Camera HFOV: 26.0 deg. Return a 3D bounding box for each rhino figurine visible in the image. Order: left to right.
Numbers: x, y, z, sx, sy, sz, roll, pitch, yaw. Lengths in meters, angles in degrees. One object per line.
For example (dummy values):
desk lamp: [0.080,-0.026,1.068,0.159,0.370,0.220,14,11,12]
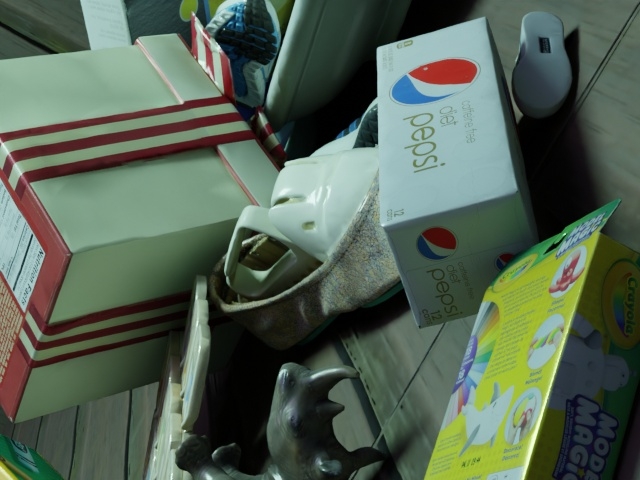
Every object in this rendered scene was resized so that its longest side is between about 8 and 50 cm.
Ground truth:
rhino figurine: [-0.041,0.165,0.823,0.106,0.073,0.243,47,115,28]

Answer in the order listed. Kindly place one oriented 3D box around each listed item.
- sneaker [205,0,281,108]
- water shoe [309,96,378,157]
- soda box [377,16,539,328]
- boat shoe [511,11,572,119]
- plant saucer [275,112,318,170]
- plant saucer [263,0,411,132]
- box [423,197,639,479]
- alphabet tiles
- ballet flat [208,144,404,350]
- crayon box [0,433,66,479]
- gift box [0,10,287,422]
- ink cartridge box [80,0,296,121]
sneaker: [-0.068,-0.202,1.333,0.190,0.071,0.083,117,175,-72]
water shoe: [0.054,-0.066,1.027,0.080,0.073,0.203,-38,1,-28]
soda box: [0.076,-0.046,0.781,0.074,0.069,0.216,-15,31,11]
boat shoe: [0.132,-0.099,0.843,0.100,0.035,0.035,-83,-3,-48]
plant saucer: [-0.084,-0.020,1.464,0.317,0.044,0.317,-57,13,21]
plant saucer: [0.044,-0.281,1.277,0.400,0.101,0.400,-164,90,-86]
box: [0.094,0.073,0.609,0.105,0.043,0.179,-36,31,63]
alphabet tiles: [-0.118,0.177,1.045,0.284,0.021,0.278,-110,31,-72]
ballet flat: [0.000,0.000,0.965,0.316,0.106,0.107,-42,23,55]
crayon box: [-0.164,0.242,0.780,0.278,0.081,0.165,33,85,39]
gift box: [-0.183,-0.037,1.201,0.276,0.258,0.255,58,139,25]
ink cartridge box: [-0.107,-0.207,1.430,0.303,0.072,0.307,-46,-37,-37]
